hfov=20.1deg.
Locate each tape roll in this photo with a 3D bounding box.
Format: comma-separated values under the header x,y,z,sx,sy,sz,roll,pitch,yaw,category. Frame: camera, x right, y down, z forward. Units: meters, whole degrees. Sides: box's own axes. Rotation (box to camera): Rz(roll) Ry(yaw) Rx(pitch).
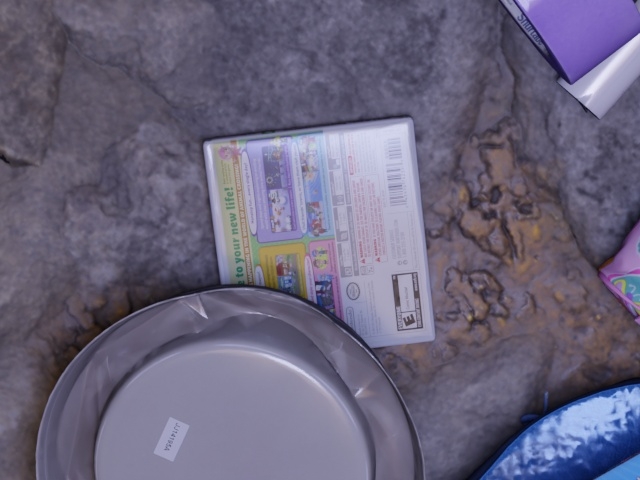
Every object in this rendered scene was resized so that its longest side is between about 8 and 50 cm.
x,y,z,sx,sy,sz,roll,pitch,yaw,category
0.189,-0.230,1.540,0.080,0.189,0.189,-37,99,7,tape roll

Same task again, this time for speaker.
x,y,z,sx,sy,sz,roll,pitch,yaw,category
0.275,-0.174,1.620,0.055,0.055,0.136,40,98,-8,speaker

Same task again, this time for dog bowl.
x,y,z,sx,sy,sz,roll,pitch,yaw,category
-0.077,0.198,1.644,0.348,0.102,0.349,1,105,4,dog bowl

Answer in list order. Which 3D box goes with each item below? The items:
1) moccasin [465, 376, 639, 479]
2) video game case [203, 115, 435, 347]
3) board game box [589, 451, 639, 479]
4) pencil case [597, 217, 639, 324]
x,y,z,sx,sy,sz,roll,pitch,yaw,category
0.190,0.230,1.670,0.342,0.117,0.138,-33,88,10,moccasin
0.000,0.000,1.665,0.193,0.023,0.212,-7,102,0,video game case
0.277,0.296,1.594,0.302,0.308,0.086,-31,59,5,board game box
0.380,-0.032,1.618,0.124,0.124,0.284,42,98,-8,pencil case
